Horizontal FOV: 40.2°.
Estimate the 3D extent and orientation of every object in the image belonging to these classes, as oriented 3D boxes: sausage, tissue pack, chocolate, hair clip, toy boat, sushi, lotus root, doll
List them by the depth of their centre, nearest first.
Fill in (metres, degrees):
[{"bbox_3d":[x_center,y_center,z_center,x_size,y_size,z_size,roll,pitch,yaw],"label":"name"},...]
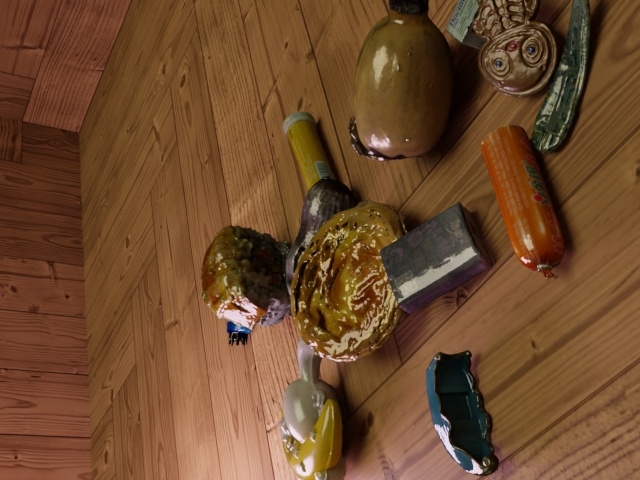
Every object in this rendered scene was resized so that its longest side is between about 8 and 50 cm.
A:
[{"bbox_3d":[0.337,-0.231,1.197,0.066,0.036,0.229,-140,57,-62],"label":"hair clip"},{"bbox_3d":[0.283,-0.048,1.206,0.071,0.071,0.234,-49,42,44],"label":"sausage"},{"bbox_3d":[0.206,0.246,1.248,0.077,0.075,0.186,127,140,-54],"label":"toy boat"},{"bbox_3d":[0.175,0.027,1.344,0.156,0.051,0.112,-33,51,22],"label":"tissue pack"},{"bbox_3d":[0.133,-0.275,1.405,0.183,0.182,0.310,-130,37,-55],"label":"lotus root"},{"bbox_3d":[-0.013,0.327,1.598,0.237,0.111,0.252,110,153,-52],"label":"doll"},{"bbox_3d":[0.000,0.000,1.681,0.110,0.110,0.248,40,113,58],"label":"chocolate"},{"bbox_3d":[-0.152,0.070,1.862,0.139,0.184,0.274,-52,34,34],"label":"sushi"}]

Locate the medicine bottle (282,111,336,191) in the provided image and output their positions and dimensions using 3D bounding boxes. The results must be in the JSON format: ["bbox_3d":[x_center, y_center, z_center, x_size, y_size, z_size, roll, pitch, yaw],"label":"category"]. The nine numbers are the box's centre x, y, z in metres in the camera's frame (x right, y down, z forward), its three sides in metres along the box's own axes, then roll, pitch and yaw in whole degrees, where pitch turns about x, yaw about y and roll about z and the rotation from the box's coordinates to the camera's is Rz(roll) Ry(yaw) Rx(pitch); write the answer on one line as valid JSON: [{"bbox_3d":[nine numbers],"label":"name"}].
[{"bbox_3d":[-0.020,-0.171,1.802,0.074,0.073,0.218,-58,37,36],"label":"medicine bottle"}]

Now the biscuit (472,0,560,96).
[{"bbox_3d":[0.275,-0.291,1.258,0.124,0.026,0.175,-20,89,38],"label":"biscuit"}]

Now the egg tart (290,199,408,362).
[{"bbox_3d":[0.072,0.071,1.517,0.297,0.132,0.297,-20,62,42],"label":"egg tart"}]

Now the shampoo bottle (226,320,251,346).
[{"bbox_3d":[-0.185,0.155,2.025,0.087,0.050,0.183,-16,68,56],"label":"shampoo bottle"}]

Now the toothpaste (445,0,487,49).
[{"bbox_3d":[0.297,-0.445,1.291,0.337,0.081,0.067,-65,32,26],"label":"toothpaste"}]
